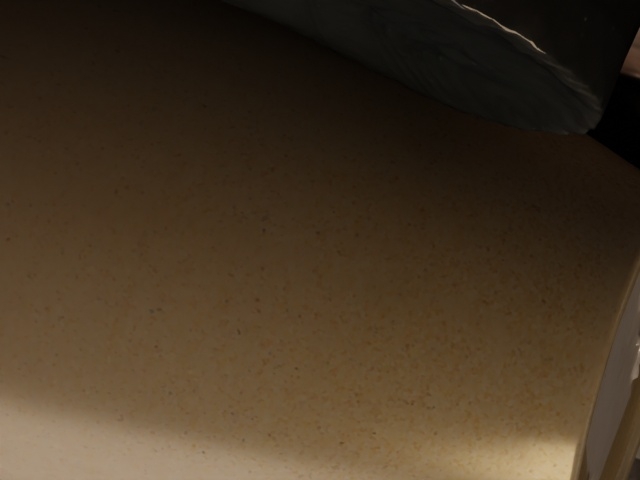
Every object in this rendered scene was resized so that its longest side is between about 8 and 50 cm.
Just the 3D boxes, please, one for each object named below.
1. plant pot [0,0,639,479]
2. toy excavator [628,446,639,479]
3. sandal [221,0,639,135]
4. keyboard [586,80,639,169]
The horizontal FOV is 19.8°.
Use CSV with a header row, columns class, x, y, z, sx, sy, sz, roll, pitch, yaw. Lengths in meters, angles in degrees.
class,x,y,z,sx,sy,sz,roll,pitch,yaw
plant pot,-0.023,0.013,0.641,0.274,0.257,0.256,16,172,19
toy excavator,0.181,0.154,0.940,0.222,0.433,0.445,-14,-171,37
sandal,-0.129,-0.118,0.480,0.445,0.107,0.167,26,175,-3
keyboard,0.140,-0.014,0.631,0.192,0.038,0.100,23,174,33
